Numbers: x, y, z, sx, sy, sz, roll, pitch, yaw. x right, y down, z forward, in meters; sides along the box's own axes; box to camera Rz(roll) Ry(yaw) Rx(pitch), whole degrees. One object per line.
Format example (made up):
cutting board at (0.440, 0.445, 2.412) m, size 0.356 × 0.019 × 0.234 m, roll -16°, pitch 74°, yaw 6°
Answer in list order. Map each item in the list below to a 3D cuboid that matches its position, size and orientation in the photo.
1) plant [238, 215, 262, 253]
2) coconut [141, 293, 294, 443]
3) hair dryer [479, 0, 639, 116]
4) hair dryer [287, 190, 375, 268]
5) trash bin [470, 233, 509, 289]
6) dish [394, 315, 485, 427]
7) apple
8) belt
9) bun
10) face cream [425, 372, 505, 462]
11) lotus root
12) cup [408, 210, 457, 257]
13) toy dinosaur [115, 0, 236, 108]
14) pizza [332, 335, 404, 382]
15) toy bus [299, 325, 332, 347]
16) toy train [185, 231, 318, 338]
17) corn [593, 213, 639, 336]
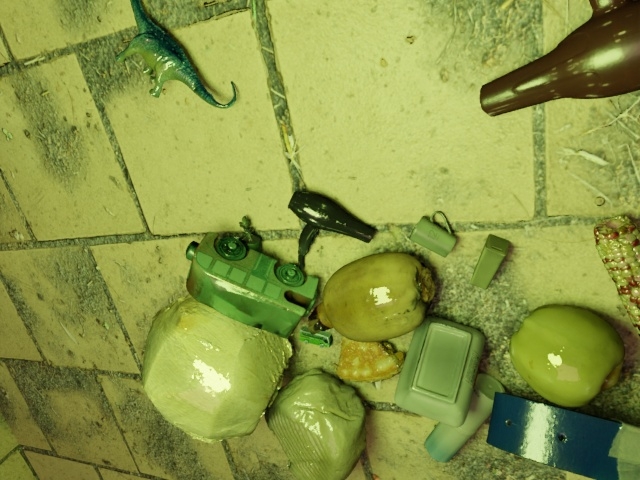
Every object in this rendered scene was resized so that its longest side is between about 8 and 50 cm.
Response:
plant at (-0.169, -0.010, 1.217) m, size 0.051 × 0.051 × 0.102 m, roll 4°, pitch 122°, yaw 24°
coconut at (-0.271, 0.296, 1.249) m, size 0.360 × 0.346 × 0.346 m, roll 29°, pitch 124°, yaw 1°
hair dryer at (0.372, -0.375, 0.757) m, size 0.312 × 0.123 × 0.341 m, roll -7°, pitch 101°, yaw 40°
hair dryer at (0.000, 0.000, 1.146) m, size 0.195 × 0.075 × 0.219 m, roll 26°, pitch 134°, yaw 1°
trash bin at (0.330, 0.044, 0.997) m, size 0.042 × 0.061 × 0.092 m, roll 24°, pitch 125°, yaw 13°
dish at (0.250, 0.259, 1.055) m, size 0.151 × 0.213 × 0.077 m, roll 15°, pitch 156°, yaw 19°
apple at (0.459, 0.214, 0.951) m, size 0.199 × 0.200 × 0.200 m, roll 11°, pitch 119°, yaw 20°
belt at (0.510, 0.390, 0.987) m, size 0.346 × 0.212 × 0.117 m, roll 13°, pitch 77°, yaw 13°
bun at (0.006, 0.462, 1.288) m, size 0.281 × 0.204 × 0.282 m, roll 22°, pitch 128°, yaw 31°
face cream at (0.331, 0.416, 1.178) m, size 0.077 × 0.077 × 0.250 m, roll 30°, pitch 124°, yaw 9°
lotus root at (0.093, 0.132, 1.092) m, size 0.309 × 0.183 × 0.183 m, roll -22°, pitch 104°, yaw 32°
cup at (0.232, -0.014, 1.029) m, size 0.083 × 0.075 × 0.054 m, roll 30°, pitch 161°, yaw 5°
toy dinosaur at (-0.340, -0.390, 1.088) m, size 0.363 × 0.076 × 0.147 m, roll 49°, pitch 118°, yaw 1°
pizza at (0.101, 0.243, 1.215) m, size 0.188 × 0.062 × 0.199 m, roll -12°, pitch 102°, yaw 28°
toy bus at (-0.011, 0.246, 1.285) m, size 0.083 × 0.031 × 0.037 m, roll 10°, pitch 109°, yaw 21°
toy train at (-0.168, 0.102, 1.172) m, size 0.326 × 0.159 × 0.129 m, roll 25°, pitch 131°, yaw -5°
corn at (0.571, 0.084, 0.885) m, size 0.092 × 0.092 × 0.281 m, roll -26°, pitch 99°, yaw 33°
